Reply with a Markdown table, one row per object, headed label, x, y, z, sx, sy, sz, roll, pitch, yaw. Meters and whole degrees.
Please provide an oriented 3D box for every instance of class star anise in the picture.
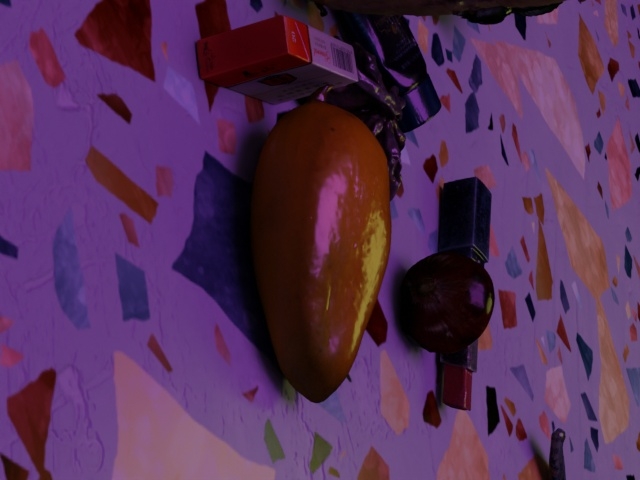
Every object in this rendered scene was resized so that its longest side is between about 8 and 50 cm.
| label | x | y | z | sx | sy | sz | roll | pitch | yaw |
| --- | --- | --- | --- | --- | --- | --- | --- | --- | --- |
| star anise | 0.042 | -0.138 | 1.783 | 0.231 | 0.089 | 0.209 | 33 | 41 | -71 |

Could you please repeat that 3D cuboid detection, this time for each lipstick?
| label | x | y | z | sx | sy | sz | roll | pitch | yaw |
| --- | --- | --- | --- | --- | --- | --- | --- | --- | --- |
| lipstick | 0.171 | 0.069 | 1.999 | 0.051 | 0.051 | 0.312 | 46 | 42 | -48 |

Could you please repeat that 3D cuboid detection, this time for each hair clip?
| label | x | y | z | sx | sy | sz | roll | pitch | yaw |
| --- | --- | --- | --- | --- | --- | --- | --- | --- | --- |
| hair clip | 0.336 | 0.345 | 2.217 | 0.066 | 0.036 | 0.229 | -59 | 137 | -49 |

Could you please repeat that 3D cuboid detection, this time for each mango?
| label | x | y | z | sx | sy | sz | roll | pitch | yaw |
| --- | --- | --- | --- | --- | --- | --- | --- | --- | --- |
| mango | 0.000 | 0.000 | 1.617 | 0.176 | 0.119 | 0.317 | 32 | 59 | -59 |

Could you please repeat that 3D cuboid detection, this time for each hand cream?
| label | x | y | z | sx | sy | sz | roll | pitch | yaw |
| --- | --- | --- | --- | --- | --- | --- | --- | --- | --- |
| hand cream | 0.058 | -0.259 | 1.923 | 0.271 | 0.061 | 0.120 | 62 | 34 | -13 |

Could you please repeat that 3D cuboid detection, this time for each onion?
| label | x | y | z | sx | sy | sz | roll | pitch | yaw |
| --- | --- | --- | --- | --- | --- | --- | --- | --- | --- |
| onion | 0.148 | 0.070 | 1.888 | 0.118 | 0.118 | 0.117 | 15 | 61 | -62 |

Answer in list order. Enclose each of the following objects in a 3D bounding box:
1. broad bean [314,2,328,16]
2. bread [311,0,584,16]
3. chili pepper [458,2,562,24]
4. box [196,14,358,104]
| label | x | y | z | sx | sy | sz | roll | pitch | yaw |
| --- | --- | --- | --- | --- | --- | --- | --- | --- | --- |
| broad bean | -0.055 | -0.347 | 1.726 | 0.292 | 0.049 | 0.144 | 27 | 60 | -60 |
| bread | 0.181 | -0.327 | 1.739 | 0.236 | 0.375 | 0.165 | -41 | 126 | -59 |
| chili pepper | 0.227 | -0.436 | 2.157 | 0.249 | 0.233 | 0.257 | 71 | 13 | -50 |
| box | -0.041 | -0.176 | 1.619 | 0.152 | 0.100 | 0.048 | 7 | 69 | -63 |
